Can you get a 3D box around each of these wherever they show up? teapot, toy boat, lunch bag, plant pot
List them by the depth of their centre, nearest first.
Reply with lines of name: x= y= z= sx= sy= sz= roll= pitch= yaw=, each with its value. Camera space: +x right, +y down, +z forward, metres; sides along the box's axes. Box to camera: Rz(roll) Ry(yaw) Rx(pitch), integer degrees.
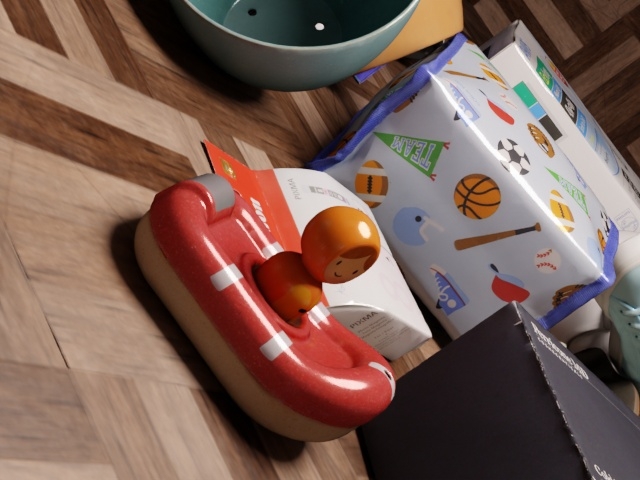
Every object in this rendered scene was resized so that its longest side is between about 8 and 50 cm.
toy boat: x=-0.018 y=0.033 z=0.993 sx=0.231 sy=0.151 sz=0.151 roll=53 pitch=17 yaw=1
plant pot: x=-0.035 y=-0.275 z=1.437 sx=0.290 sy=0.290 sz=0.195 roll=59 pitch=-18 yaw=19
lunch bag: x=0.187 y=-0.067 z=1.608 sx=0.328 sy=0.239 sz=0.385 roll=51 pitch=25 yaw=-6
plant pot: x=0.070 y=-0.347 z=1.828 sx=0.291 sy=0.291 sz=0.203 roll=-51 pitch=120 yaw=-73
teapot: x=0.425 y=0.114 z=1.926 sx=0.256 sy=0.252 sz=0.187 roll=24 pitch=53 yaw=-25

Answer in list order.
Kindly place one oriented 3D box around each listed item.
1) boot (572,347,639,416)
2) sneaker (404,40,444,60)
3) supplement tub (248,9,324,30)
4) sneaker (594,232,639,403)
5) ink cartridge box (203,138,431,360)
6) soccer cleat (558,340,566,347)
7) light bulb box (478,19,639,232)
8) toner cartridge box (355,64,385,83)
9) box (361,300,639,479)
boot: x=0.376 y=0.244 z=1.725 sx=0.115 sy=0.112 sz=0.305 roll=61 pitch=13 yaw=-11
sneaker: x=0.094 y=-0.498 z=2.328 sx=0.447 sy=0.169 sz=0.257 roll=46 pitch=16 yaw=-31
supplement tub: x=-0.066 y=-0.324 z=1.641 sx=0.190 sy=0.117 sz=0.117 roll=48 pitch=17 yaw=-16
sneaker: x=0.441 y=0.118 z=1.672 sx=0.150 sy=0.135 sz=0.366 roll=59 pitch=0 yaw=35
ink cartridge box: x=0.000 y=0.000 z=1.282 sx=0.232 sy=0.066 sz=0.189 roll=40 pitch=21 yaw=-50
soccer cleat: x=0.285 y=0.167 z=1.666 sx=0.068 sy=0.076 sz=0.196 roll=35 pitch=25 yaw=-47
light bulb box: x=0.338 y=-0.142 z=2.174 sx=0.361 sy=0.225 sz=0.358 roll=52 pitch=17 yaw=-7
toner cartridge box: x=-0.007 y=-0.409 z=2.043 sx=0.348 sy=0.075 sz=0.165 roll=51 pitch=16 yaw=-5
box: x=0.225 y=0.281 z=1.101 sx=0.343 sy=0.179 sz=0.312 roll=41 pitch=21 yaw=-35
